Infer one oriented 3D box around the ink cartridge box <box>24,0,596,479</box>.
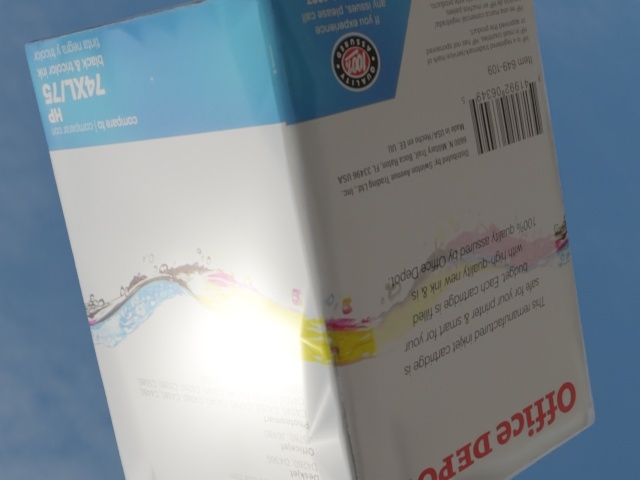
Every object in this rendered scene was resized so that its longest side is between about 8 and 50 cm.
[{"bbox_3d":[0.000,0.000,0.649,0.198,0.197,0.270,-20,-77,-43],"label":"ink cartridge box"}]
